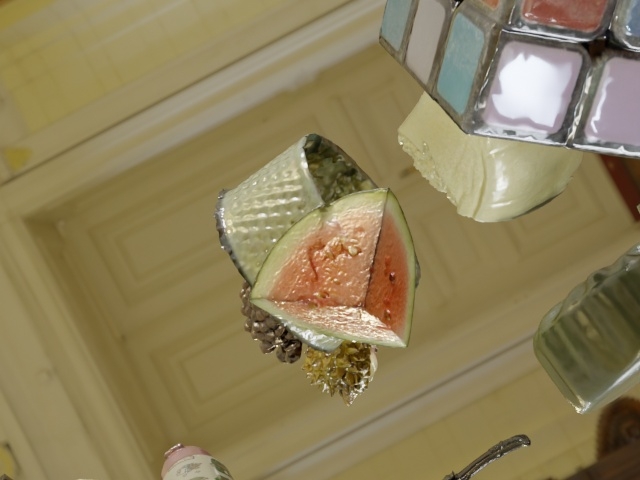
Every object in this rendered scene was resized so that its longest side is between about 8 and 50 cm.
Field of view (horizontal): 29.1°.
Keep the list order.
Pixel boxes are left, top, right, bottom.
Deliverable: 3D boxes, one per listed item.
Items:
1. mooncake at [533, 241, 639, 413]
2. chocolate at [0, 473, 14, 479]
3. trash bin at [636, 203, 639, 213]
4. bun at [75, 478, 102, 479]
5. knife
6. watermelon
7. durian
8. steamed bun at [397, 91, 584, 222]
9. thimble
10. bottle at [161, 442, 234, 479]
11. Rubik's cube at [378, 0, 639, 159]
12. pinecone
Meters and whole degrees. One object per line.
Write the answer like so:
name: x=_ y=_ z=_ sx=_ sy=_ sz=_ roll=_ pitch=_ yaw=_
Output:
mooncake: x=0.531 y=0.148 z=2.168 sx=0.187 sy=0.351 sz=0.351 roll=55 pitch=178 yaw=15
chocolate: x=-0.421 y=0.471 z=1.643 sx=0.186 sy=0.283 sz=0.283 roll=34 pitch=-176 yaw=-8
trash bin: x=0.467 y=-0.008 z=1.506 sx=0.059 sy=0.116 sz=0.130 roll=109 pitch=138 yaw=-78
bun: x=-0.483 y=0.584 z=2.278 sx=0.213 sy=0.361 sz=0.361 roll=63 pitch=180 yaw=-11
knife: x=0.167 y=0.298 z=1.525 sx=0.021 sy=0.222 sz=0.045 roll=48 pitch=-164 yaw=-15
watermelon: x=0.015 y=0.041 z=1.361 sx=0.137 sy=0.145 sz=0.193 roll=-41 pitch=-53 yaw=-58
durian: x=0.046 y=0.234 z=2.094 sx=0.224 sy=0.140 sz=0.078 roll=79 pitch=169 yaw=-48
steamed bun: x=0.312 y=-0.185 z=2.066 sx=0.272 sy=0.290 sz=0.273 roll=47 pitch=159 yaw=10
thimble: x=0.000 y=0.000 z=1.650 sx=0.271 sy=0.150 sz=0.271 roll=46 pitch=-160 yaw=-22
bottle: x=-0.182 y=0.397 z=1.897 sx=0.120 sy=0.120 sz=0.253 roll=62 pitch=172 yaw=-20
Rubik's cube: x=0.298 y=-0.300 z=1.325 sx=0.363 sy=0.362 sz=0.359 roll=-121 pitch=42 yaw=-57
pinecone: x=0.001 y=0.124 z=2.255 sx=0.292 sy=0.246 sz=0.246 roll=26 pitch=-157 yaw=-36
